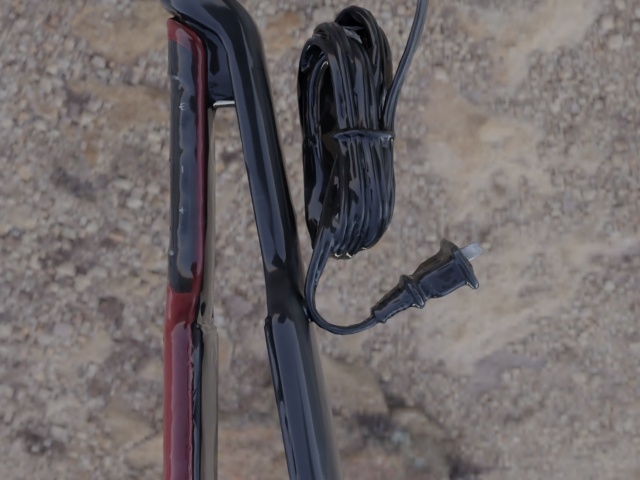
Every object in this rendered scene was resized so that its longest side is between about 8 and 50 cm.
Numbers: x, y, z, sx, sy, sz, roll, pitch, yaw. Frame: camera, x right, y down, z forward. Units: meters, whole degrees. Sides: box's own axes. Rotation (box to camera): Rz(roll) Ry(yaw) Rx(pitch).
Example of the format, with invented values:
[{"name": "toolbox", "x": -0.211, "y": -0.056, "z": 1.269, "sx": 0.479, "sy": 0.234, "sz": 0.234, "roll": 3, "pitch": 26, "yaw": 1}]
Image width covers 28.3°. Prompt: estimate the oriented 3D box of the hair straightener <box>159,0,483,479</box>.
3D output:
[{"name": "hair straightener", "x": 0.000, "y": 0.000, "z": 0.355, "sx": 0.089, "sy": 0.231, "sz": 0.047, "roll": -2, "pitch": 169, "yaw": 3}]
